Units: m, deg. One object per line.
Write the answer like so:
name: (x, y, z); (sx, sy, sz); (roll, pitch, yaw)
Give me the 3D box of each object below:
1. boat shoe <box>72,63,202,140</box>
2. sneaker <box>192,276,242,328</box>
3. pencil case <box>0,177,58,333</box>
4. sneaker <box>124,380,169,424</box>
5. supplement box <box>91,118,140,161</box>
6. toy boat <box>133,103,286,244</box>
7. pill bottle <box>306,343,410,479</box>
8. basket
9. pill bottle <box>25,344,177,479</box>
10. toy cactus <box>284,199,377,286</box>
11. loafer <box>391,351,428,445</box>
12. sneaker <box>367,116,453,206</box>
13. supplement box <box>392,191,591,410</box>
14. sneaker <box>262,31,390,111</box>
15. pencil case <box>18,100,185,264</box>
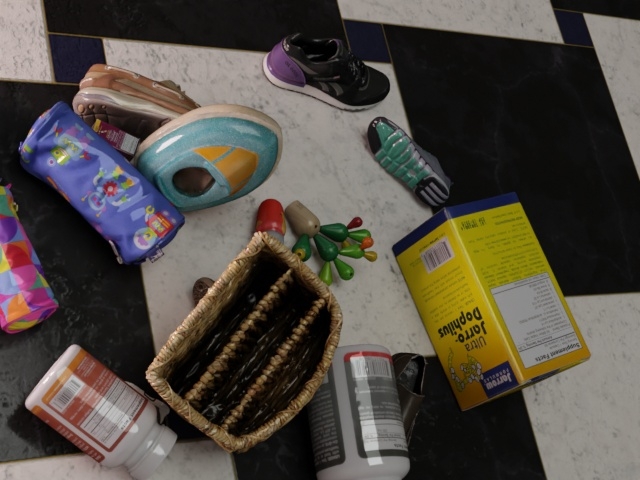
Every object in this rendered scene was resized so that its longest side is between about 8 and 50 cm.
boat shoe: (-0.275, -0.234, 1.875); (0.324, 0.123, 0.116); (19, 57, -24)
sneaker: (-0.150, 0.139, 1.813); (0.188, 0.066, 0.071); (56, 35, -2)
pencil case: (-0.490, 0.024, 1.633); (0.104, 0.104, 0.236); (-16, 78, -36)
sneaker: (-0.294, 0.262, 1.669); (0.109, 0.040, 0.044); (33, 57, -12)
supplement box: (-0.366, -0.168, 1.826); (0.083, 0.055, 0.043); (25, 57, -20)
toy boat: (-0.153, -0.090, 1.820); (0.318, 0.267, 0.148); (50, 26, -37)
pill bottle: (0.063, 0.332, 1.774); (0.161, 0.161, 0.283); (4, 65, -29)
basket: (-0.099, 0.177, 1.637); (0.213, 0.223, 0.299); (37, 75, 9)
pill bottle: (-0.330, 0.268, 1.594); (0.216, 0.121, 0.121); (40, 53, -9)
toy cactus: (0.000, 0.000, 1.947); (0.219, 0.112, 0.180); (-32, 76, -29)
loafer: (0.143, 0.293, 1.892); (0.080, 0.078, 0.220); (25, 57, -19)
sneaker: (0.185, -0.171, 2.161); (0.223, 0.083, 0.098); (50, 31, -7)
supplement box: (0.324, 0.116, 2.015); (0.194, 0.195, 0.356); (-12, 73, -34)
sneaker: (0.036, -0.344, 2.109); (0.283, 0.124, 0.107); (7, 64, -28)
pencil case: (-0.369, -0.086, 1.746); (0.306, 0.119, 0.133); (45, 75, -6)
